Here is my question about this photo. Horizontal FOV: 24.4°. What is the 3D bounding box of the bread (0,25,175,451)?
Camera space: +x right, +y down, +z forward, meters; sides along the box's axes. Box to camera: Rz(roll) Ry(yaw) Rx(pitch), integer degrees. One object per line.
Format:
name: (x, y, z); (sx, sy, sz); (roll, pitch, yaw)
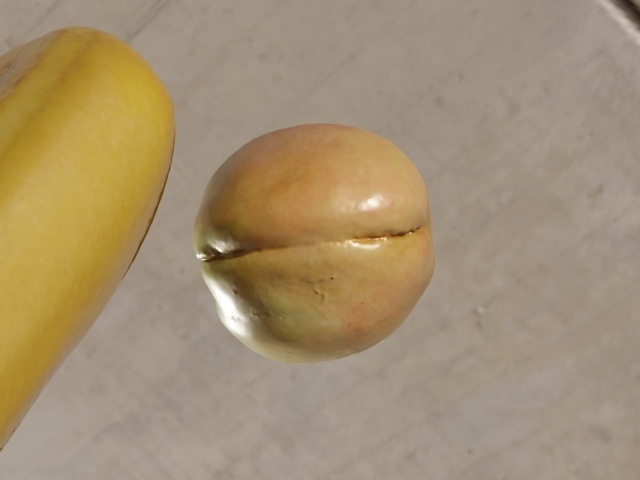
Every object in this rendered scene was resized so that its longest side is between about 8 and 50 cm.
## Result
bread: (-0.120, 0.038, 0.419); (0.092, 0.239, 0.074); (-11, -52, 42)

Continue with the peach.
peach: (0.000, 0.000, 1.102); (0.184, 0.184, 0.184); (15, -52, 20)
